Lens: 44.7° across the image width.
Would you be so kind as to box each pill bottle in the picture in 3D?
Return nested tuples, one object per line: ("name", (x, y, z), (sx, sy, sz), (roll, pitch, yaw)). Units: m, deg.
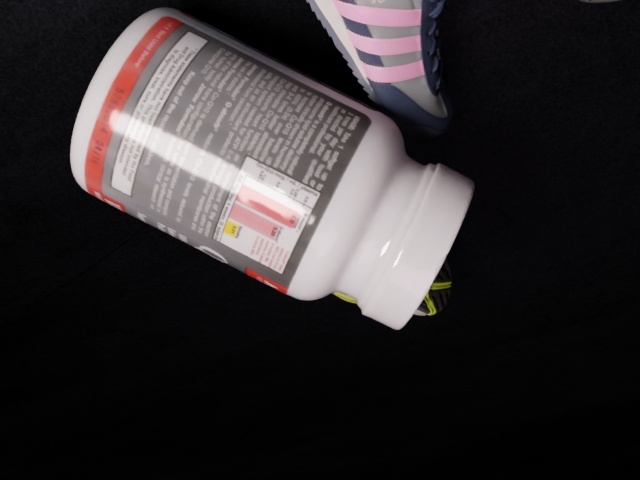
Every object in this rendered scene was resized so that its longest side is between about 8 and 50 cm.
("pill bottle", (-0.044, -0.066, 0.792), (0.363, 0.210, 0.210), (27, 139, 2))

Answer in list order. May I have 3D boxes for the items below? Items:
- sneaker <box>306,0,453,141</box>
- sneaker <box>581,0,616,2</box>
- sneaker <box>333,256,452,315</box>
("sneaker", (0.085, -0.220, 0.760), (0.131, 0.112, 0.319), (-17, 140, 25))
("sneaker", (0.329, -0.297, 0.639), (0.270, 0.090, 0.145), (-5, 114, 43))
("sneaker", (0.000, 0.000, 1.025), (0.385, 0.145, 0.147), (37, 148, -27))
